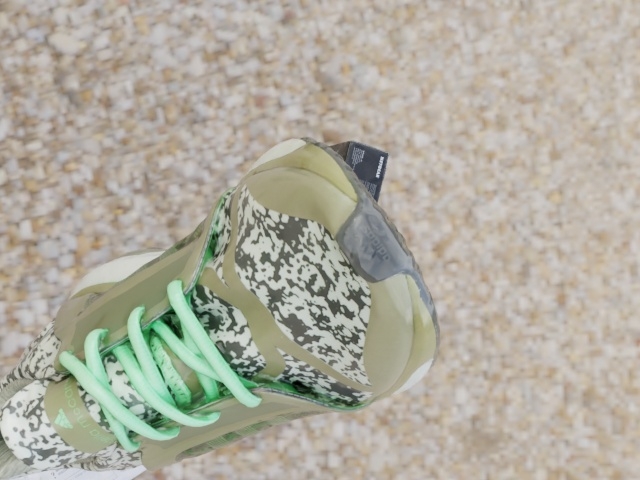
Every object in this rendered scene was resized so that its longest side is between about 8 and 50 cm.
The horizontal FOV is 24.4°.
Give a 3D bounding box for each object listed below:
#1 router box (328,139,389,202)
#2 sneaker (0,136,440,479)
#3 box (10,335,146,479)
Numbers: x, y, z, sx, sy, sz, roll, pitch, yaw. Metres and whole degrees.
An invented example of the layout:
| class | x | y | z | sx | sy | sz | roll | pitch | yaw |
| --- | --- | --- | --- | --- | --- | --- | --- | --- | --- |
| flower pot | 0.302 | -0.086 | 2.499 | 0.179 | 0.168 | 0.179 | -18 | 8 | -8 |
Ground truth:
| class | x | y | z | sx | sy | sz | roll | pitch | yaw |
| --- | --- | --- | --- | --- | --- | --- | --- | --- | --- |
| router box | 0.000 | 0.000 | 1.399 | 0.046 | 0.133 | 0.179 | 18 | 82 | -20 |
| sneaker | -0.086 | 0.077 | 0.841 | 0.182 | 0.410 | 0.158 | -36 | 93 | -34 |
| box | -0.176 | 0.117 | 1.224 | 0.087 | 0.169 | 0.290 | 56 | 7 | -11 |
